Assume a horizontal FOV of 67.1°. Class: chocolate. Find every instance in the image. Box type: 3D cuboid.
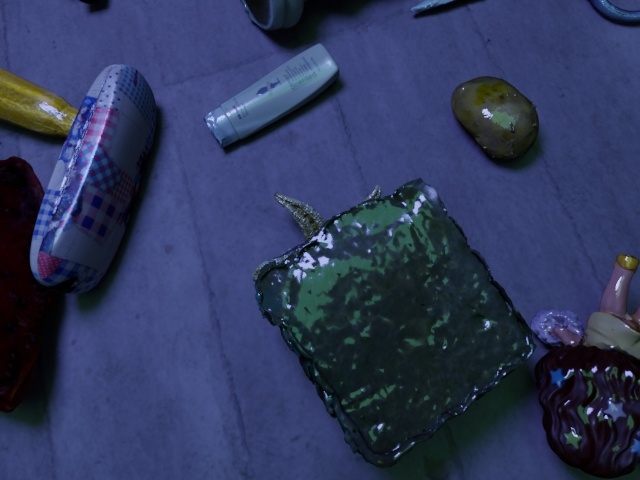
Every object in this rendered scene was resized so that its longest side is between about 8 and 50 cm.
[{"bbox_3d":[-0.439,-0.203,0.742,0.219,0.085,0.086,22,77,6],"label":"chocolate"}]

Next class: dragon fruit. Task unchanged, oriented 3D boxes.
[{"bbox_3d":[-0.512,0.072,0.669,0.329,0.228,0.286,-17,39,20],"label":"dragon fruit"}]

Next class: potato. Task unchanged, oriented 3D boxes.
[{"bbox_3d":[0.242,-0.175,0.671,0.091,0.070,0.138,-34,74,-6],"label":"potato"}]

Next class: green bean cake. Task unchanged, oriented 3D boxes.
[{"bbox_3d":[0.077,0.086,0.560,0.241,0.132,0.255,-36,87,-5],"label":"green bean cake"}]

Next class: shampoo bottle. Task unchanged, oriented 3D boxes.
[{"bbox_3d":[-0.074,-0.215,0.724,0.212,0.049,0.072,-33,78,-4],"label":"shampoo bottle"}]

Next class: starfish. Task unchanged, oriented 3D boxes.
[{"bbox_3d":[0.000,0.000,0.647,0.208,0.053,0.176,-38,92,-6],"label":"starfish"}]

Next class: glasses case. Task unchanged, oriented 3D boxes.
[{"bbox_3d":[-0.305,-0.088,0.670,0.076,0.125,0.327,10,76,8],"label":"glasses case"}]

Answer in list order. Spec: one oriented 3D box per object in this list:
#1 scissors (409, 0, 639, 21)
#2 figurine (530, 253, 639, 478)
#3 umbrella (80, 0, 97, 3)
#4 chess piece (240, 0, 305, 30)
[{"bbox_3d":[0.315,-0.431,0.760,0.383,0.029,0.256,-7,73,5],"label":"scissors"},{"bbox_3d":[0.326,0.139,0.541,0.174,0.116,0.240,18,80,21],"label":"figurine"},{"bbox_3d":[-0.405,-0.531,0.821,0.110,0.122,0.272,-25,72,44],"label":"umbrella"},{"bbox_3d":[0.022,-0.447,0.742,0.298,0.176,0.176,-23,73,-14],"label":"chess piece"}]
